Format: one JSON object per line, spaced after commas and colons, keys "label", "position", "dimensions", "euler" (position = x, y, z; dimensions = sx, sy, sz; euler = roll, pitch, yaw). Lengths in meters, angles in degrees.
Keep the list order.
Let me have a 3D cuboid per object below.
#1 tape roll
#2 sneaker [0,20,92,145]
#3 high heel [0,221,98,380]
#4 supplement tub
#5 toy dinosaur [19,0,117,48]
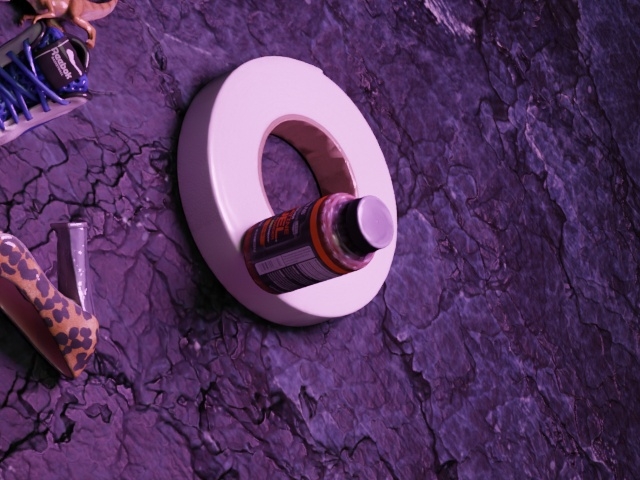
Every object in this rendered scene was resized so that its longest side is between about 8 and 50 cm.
{"label": "tape roll", "position": [-0.039, -0.073, 1.947], "dimensions": [0.392, 0.072, 0.392], "euler": [20, 62, -42]}
{"label": "sneaker", "position": [-0.367, -0.166, 1.529], "dimensions": [0.127, 0.182, 0.315], "euler": [58, 41, -12]}
{"label": "high heel", "position": [-0.364, 0.080, 1.522], "dimensions": [0.261, 0.093, 0.186], "euler": [-7, 95, -41]}
{"label": "supplement tub", "position": [0.000, 0.000, 1.754], "dimensions": [0.106, 0.197, 0.106], "euler": [21, 60, -42]}
{"label": "toy dinosaur", "position": [-0.315, -0.292, 1.729], "dimensions": [0.211, 0.064, 0.112], "euler": [3, 72, -48]}
